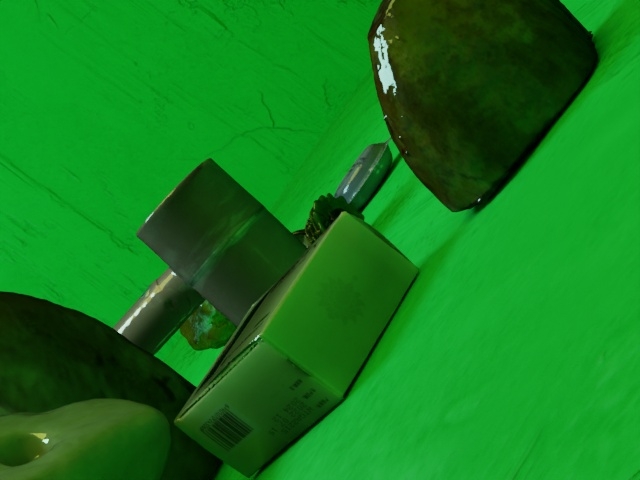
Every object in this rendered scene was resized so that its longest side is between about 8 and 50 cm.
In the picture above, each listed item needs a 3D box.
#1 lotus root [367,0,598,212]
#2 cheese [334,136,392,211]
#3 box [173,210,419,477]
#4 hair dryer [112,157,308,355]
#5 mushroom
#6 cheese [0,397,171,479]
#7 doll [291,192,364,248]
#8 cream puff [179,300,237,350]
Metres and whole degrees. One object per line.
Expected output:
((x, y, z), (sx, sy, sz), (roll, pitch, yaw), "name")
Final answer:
((0.117, -0.150, 1.533), (0.199, 0.180, 0.188), (-52, 9, 12), "lotus root")
((0.042, -0.060, 2.340), (0.191, 0.042, 0.105), (-55, 4, -11), "cheese")
((-0.022, 0.096, 1.608), (0.168, 0.095, 0.212), (-54, 5, -37), "box")
((-0.169, 0.099, 2.072), (0.352, 0.210, 0.125), (-47, 1, 14), "hair dryer")
((-0.295, 0.154, 1.888), (0.224, 0.397, 0.313), (-30, 14, 40), "mushroom")
((-0.262, 0.246, 1.547), (0.328, 0.129, 0.351), (-19, 18, -19), "cheese")
((0.002, -0.011, 2.119), (0.113, 0.078, 0.076), (-32, 47, 56), "doll")
((-0.157, 0.097, 2.740), (0.116, 0.146, 0.146), (-14, -11, -22), "cream puff")
